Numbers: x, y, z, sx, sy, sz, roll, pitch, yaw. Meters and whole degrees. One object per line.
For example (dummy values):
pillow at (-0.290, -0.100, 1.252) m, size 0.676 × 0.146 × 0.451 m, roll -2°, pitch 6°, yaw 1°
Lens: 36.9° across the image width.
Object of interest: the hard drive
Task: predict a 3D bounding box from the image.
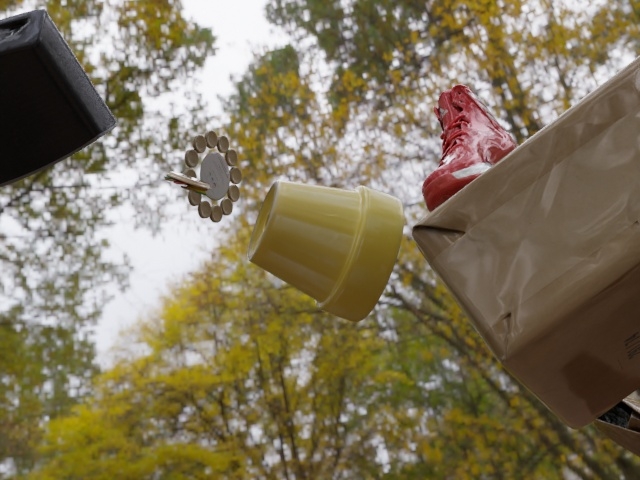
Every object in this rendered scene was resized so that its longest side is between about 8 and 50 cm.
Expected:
hard drive at (-0.369, -0.130, 1.028) m, size 0.255 × 0.054 × 0.172 m, roll -18°, pitch -52°, yaw 12°

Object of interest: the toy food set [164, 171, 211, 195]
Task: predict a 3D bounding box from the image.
toy food set at (-0.228, -0.099, 1.646) m, size 0.083 × 0.020 × 0.082 m, roll 19°, pitch 4°, yaw -11°

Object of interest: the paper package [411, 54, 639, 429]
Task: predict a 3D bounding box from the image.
paper package at (0.298, 0.016, 0.975) m, size 0.309 × 0.168 × 0.325 m, roll -38°, pitch -35°, yaw 9°

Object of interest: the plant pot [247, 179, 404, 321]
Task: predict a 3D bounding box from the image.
plant pot at (0.000, 0.000, 1.814) m, size 0.239 × 0.254 × 0.254 m, roll 19°, pitch -39°, yaw -11°

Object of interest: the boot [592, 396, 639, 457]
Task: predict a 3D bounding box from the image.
boot at (0.538, 0.315, 1.494) m, size 0.115 × 0.112 × 0.305 m, roll 29°, pitch -5°, yaw -38°

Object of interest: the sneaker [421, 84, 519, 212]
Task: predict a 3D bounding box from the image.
sneaker at (0.151, -0.107, 1.106) m, size 0.087 × 0.128 × 0.221 m, roll -42°, pitch -12°, yaw 30°

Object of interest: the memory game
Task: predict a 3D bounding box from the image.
memory game at (-0.216, -0.129, 1.925) m, size 0.012 × 0.186 × 0.186 m, roll -1°, pitch -23°, yaw 32°
